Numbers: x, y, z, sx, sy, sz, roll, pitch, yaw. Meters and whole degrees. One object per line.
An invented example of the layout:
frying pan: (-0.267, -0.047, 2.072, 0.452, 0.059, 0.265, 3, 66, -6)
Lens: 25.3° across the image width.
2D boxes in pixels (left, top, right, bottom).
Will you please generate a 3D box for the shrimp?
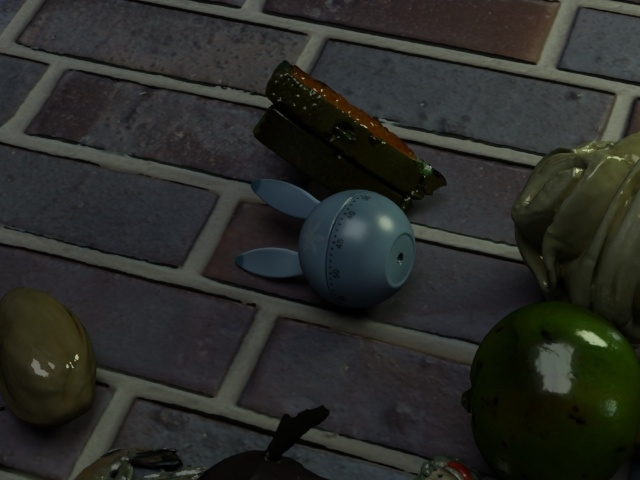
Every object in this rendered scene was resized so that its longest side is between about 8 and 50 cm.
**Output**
shrimp: (-0.207, 0.295, 1.767, 0.223, 0.048, 0.126, -13, 40, -4)

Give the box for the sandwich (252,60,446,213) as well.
sandwich: (0.015, -0.145, 2.015, 0.109, 0.292, 0.212, -53, 40, 10)

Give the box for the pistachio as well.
pistachio: (-0.363, 0.150, 1.858, 0.135, 0.136, 0.226, -22, 45, -13)

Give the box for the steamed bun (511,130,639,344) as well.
steamed bun: (0.363, -0.002, 1.774, 0.203, 0.276, 0.289, -11, 34, -27)

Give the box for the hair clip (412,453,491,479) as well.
hair clip: (0.214, 0.359, 1.633, 0.138, 0.091, 0.321, -40, 56, -22)

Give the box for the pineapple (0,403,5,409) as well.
pineapple: (-0.525, 0.196, 1.881, 0.221, 0.047, 0.221, -2, 49, 3)

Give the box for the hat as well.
hat: (-0.089, 0.311, 1.622, 0.336, 0.238, 0.209, -10, 51, 11)

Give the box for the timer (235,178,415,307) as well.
timer: (0.020, 0.005, 1.942, 0.175, 0.175, 0.255, -38, 27, -24)

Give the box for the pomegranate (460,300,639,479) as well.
pomegranate: (0.320, 0.196, 1.691, 0.301, 0.236, 0.236, 11, 51, 0)
